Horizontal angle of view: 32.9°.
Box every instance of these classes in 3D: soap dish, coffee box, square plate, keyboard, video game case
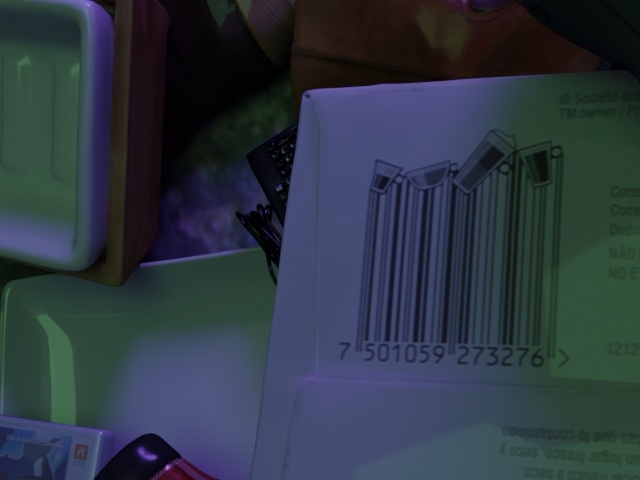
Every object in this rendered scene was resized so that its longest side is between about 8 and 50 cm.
[{"bbox_3d":[-0.254,-0.104,0.884,0.290,0.118,0.229,11,105,28],"label":"soap dish"},{"bbox_3d":[0.182,0.130,0.557,0.337,0.334,0.338,1,75,23],"label":"coffee box"},{"bbox_3d":[-0.097,0.182,0.825,0.347,0.049,0.344,-8,74,21],"label":"square plate"},{"bbox_3d":[0.000,0.000,0.782,0.100,0.038,0.192,-35,66,11],"label":"keyboard"},{"bbox_3d":[-0.261,0.228,0.845,0.201,0.023,0.184,3,79,25],"label":"video game case"}]

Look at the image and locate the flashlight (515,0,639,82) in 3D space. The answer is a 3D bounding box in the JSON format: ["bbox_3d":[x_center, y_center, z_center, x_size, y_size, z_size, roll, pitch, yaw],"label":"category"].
[{"bbox_3d":[0.143,-0.034,0.377,0.103,0.103,0.304,-24,66,13],"label":"flashlight"}]

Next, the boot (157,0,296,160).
[{"bbox_3d":[-0.133,-0.218,0.892,0.207,0.090,0.248,-40,84,15],"label":"boot"}]

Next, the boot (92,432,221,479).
[{"bbox_3d":[-0.134,0.266,0.748,0.176,0.088,0.244,24,79,26],"label":"boot"}]

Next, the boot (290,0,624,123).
[{"bbox_3d":[0.114,-0.180,0.780,0.280,0.096,0.264,14,113,28],"label":"boot"}]
